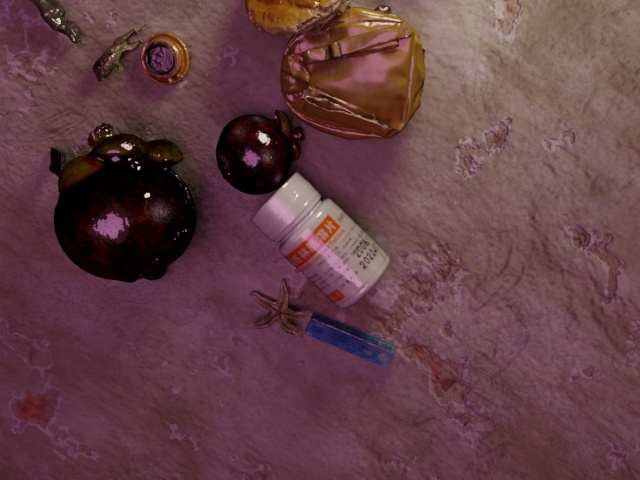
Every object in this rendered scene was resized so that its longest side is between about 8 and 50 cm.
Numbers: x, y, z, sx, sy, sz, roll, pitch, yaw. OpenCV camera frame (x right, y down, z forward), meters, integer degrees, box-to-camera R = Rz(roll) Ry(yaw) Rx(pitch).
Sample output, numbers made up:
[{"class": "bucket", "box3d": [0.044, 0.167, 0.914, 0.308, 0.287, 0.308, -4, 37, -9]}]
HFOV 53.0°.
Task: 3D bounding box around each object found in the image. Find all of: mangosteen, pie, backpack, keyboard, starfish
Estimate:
[{"class": "mangosteen", "box3d": [-0.534, -0.091, 1.787, 0.381, 0.381, 0.421, -14, 65, 10]}, {"class": "mangosteen", "box3d": [-0.158, -0.247, 1.768, 0.265, 0.228, 0.228, -32, 102, -19]}, {"class": "pie", "box3d": [-0.047, -0.655, 1.617, 0.339, 0.083, 0.339, -10, 67, 24]}, {"class": "backpack", "box3d": [0.086, -0.443, 1.678, 0.378, 0.201, 0.353, 11, 108, 1]}, {"class": "mangosteen", "box3d": [-0.513, 0.084, 1.963, 0.081, 0.081, 0.081, 2, 106, 6]}, {"class": "keyboard", "box3d": [-0.755, -0.223, 1.847, 0.023, 0.231, 0.072, 0, 102, -29]}, {"class": "starfish", "box3d": [-0.124, 0.203, 1.962, 0.208, 0.053, 0.176, 15, 97, 8]}]

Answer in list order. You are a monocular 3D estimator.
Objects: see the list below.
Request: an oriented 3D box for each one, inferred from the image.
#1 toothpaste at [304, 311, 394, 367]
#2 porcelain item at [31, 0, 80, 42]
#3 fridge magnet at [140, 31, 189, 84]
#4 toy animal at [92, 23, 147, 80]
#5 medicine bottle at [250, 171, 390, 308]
[{"class": "toothpaste", "box3d": [0.091, 0.303, 1.967, 0.272, 0.053, 0.066, 22, 111, 0]}, {"class": "porcelain item", "box3d": [-0.751, -0.638, 1.785, 0.069, 0.081, 0.216, -37, 98, 15]}, {"class": "fridge magnet", "box3d": [-0.437, -0.507, 1.794, 0.143, 0.063, 0.143, 2, 109, 7]}, {"class": "toy animal", "box3d": [-0.562, -0.528, 1.798, 0.220, 0.086, 0.069, -38, 137, 10]}, {"class": "medicine bottle", "box3d": [0.000, 0.000, 1.809, 0.371, 0.211, 0.211, 43, 106, -7]}]
